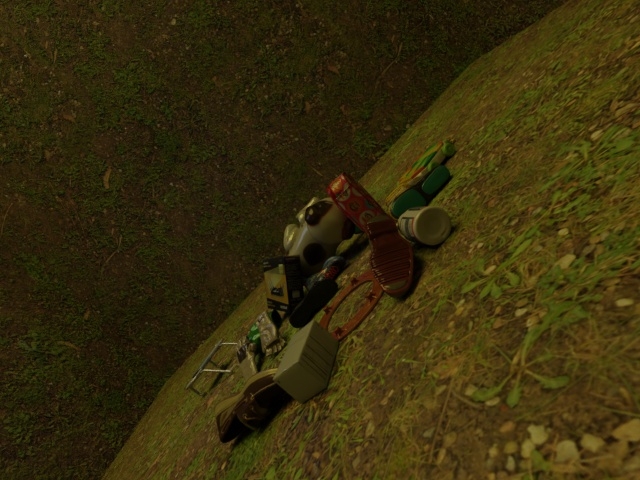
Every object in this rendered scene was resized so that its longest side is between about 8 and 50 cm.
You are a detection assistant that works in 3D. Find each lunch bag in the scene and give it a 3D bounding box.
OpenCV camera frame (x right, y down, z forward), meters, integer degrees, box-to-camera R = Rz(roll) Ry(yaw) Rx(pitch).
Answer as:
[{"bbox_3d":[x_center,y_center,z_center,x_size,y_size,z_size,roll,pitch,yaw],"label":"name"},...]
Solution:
[{"bbox_3d":[0.166,-0.161,1.699,0.120,0.293,0.258,-43,5,17],"label":"lunch bag"}]

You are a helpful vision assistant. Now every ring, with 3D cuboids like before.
[{"bbox_3d":[0.087,0.204,1.287,0.336,0.032,0.336,-46,9,9],"label":"ring"}]

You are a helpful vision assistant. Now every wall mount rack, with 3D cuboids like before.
[{"bbox_3d":[-0.526,0.633,2.055,0.304,0.130,0.350,-46,8,30],"label":"wall mount rack"}]

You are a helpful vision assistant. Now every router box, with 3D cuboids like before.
[{"bbox_3d":[-0.173,0.195,1.833,0.081,0.242,0.309,-5,-3,-25],"label":"router box"}]

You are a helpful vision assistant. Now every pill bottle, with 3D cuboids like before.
[{"bbox_3d":[0.292,-0.045,1.164,0.108,0.108,0.180,-47,8,-2],"label":"pill bottle"}]

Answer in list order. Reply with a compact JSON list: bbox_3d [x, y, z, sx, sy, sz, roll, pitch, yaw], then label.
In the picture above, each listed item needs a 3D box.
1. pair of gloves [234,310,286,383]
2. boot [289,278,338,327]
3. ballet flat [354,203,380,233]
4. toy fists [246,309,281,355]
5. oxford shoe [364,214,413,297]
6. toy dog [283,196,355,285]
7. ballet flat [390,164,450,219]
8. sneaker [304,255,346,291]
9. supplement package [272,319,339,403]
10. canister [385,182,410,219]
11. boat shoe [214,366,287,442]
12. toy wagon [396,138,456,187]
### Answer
[{"bbox_3d":[-0.252,0.430,1.619,0.240,0.042,0.204,-50,41,6],"label":"pair of gloves"},{"bbox_3d":[-0.036,0.236,1.602,0.246,0.083,0.161,-45,3,2],"label":"boot"},{"bbox_3d":[0.226,-0.097,1.936,0.188,0.070,0.070,-46,8,-3],"label":"ballet flat"},{"bbox_3d":[-0.264,0.421,1.815,0.142,0.096,0.279,-32,11,13],"label":"toy fists"},{"bbox_3d":[0.208,0.059,1.165,0.123,0.130,0.348,-14,33,10],"label":"oxford shoe"},{"bbox_3d":[-0.014,-0.030,1.813,0.408,0.285,0.395,-56,5,50],"label":"toy dog"},{"bbox_3d":[0.362,-0.164,1.468,0.280,0.095,0.096,-38,-3,-10],"label":"ballet flat"},{"bbox_3d":[0.029,0.154,1.700,0.221,0.083,0.087,-46,27,13],"label":"sneaker"},{"bbox_3d":[-0.034,0.322,1.082,0.105,0.105,0.179,-42,9,27],"label":"supplement package"},{"bbox_3d":[0.328,-0.159,1.633,0.126,0.073,0.170,-45,10,18],"label":"canister"},{"bbox_3d":[-0.185,0.482,1.153,0.342,0.123,0.123,-38,41,23],"label":"boat shoe"},{"bbox_3d":[0.478,-0.348,1.775,0.344,0.068,0.267,-50,9,-20],"label":"toy wagon"}]
